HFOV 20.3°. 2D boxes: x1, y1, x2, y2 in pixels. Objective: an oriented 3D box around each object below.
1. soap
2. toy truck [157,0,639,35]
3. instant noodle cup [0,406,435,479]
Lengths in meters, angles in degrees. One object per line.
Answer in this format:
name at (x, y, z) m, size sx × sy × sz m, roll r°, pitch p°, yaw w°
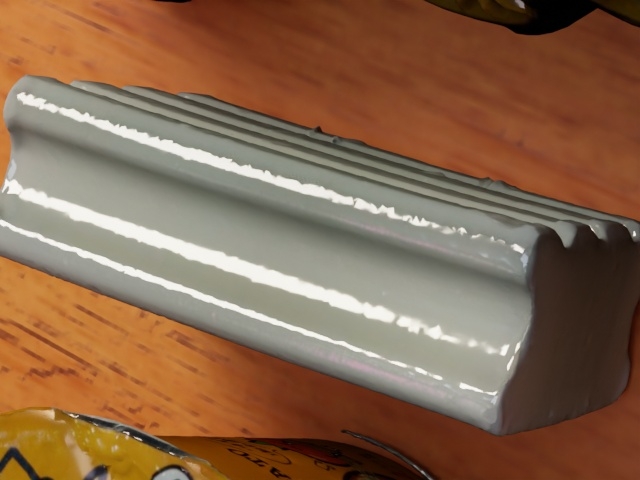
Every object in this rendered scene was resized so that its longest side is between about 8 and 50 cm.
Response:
soap at (0.000, 0.000, 0.598) m, size 0.198 × 0.119 × 0.067 m, roll 18°, pitch 98°, yaw 28°
toy truck at (-0.022, -0.178, 0.480) m, size 0.405 × 0.254 × 0.181 m, roll 15°, pitch 80°, yaw 55°
instant noodle cup at (-0.037, 0.156, 0.588) m, size 0.215 × 0.172 × 0.216 m, roll 0°, pitch 90°, yaw 28°
